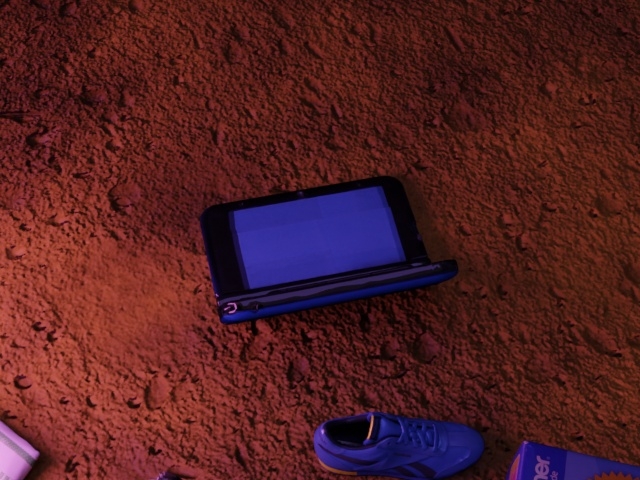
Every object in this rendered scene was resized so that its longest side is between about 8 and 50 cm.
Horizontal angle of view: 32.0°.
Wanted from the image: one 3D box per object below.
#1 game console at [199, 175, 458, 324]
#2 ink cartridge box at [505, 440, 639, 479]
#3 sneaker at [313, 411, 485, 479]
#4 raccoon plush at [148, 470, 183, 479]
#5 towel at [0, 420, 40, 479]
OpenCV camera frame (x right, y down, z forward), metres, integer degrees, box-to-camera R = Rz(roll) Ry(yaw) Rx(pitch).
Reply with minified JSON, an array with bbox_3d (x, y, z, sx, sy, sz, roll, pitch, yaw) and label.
[{"bbox_3d":[0.000,0.000,1.441,0.293,0.250,0.173,-11,85,-8],"label":"game console"},{"bbox_3d":[0.322,0.389,1.213,0.395,0.151,0.270,10,58,7],"label":"ink cartridge box"},{"bbox_3d":[0.097,0.242,1.338,0.209,0.082,0.069,1,56,-3],"label":"sneaker"},{"bbox_3d":[-0.111,0.448,1.142,0.446,0.216,0.299,28,69,15],"label":"raccoon plush"},{"bbox_3d":[-0.520,0.307,1.307,0.248,0.038,0.325,33,63,17],"label":"towel"}]
